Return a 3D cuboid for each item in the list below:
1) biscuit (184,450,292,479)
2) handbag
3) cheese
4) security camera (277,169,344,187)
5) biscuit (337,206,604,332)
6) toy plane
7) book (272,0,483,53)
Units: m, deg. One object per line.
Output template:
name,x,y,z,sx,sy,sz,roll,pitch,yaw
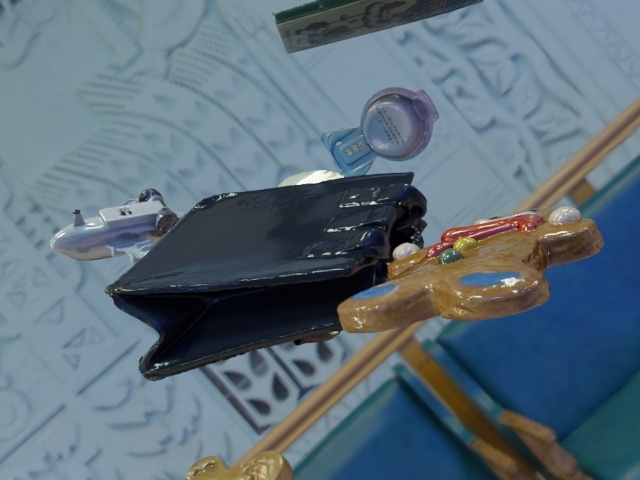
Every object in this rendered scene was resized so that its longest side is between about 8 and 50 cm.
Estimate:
biscuit,-0.189,0.425,1.387,0.355,0.052,0.275,-27,35,19
handbag,-0.043,0.030,1.156,0.330,0.121,0.303,-10,20,21
cheese,0.111,-0.194,1.806,0.245,0.135,0.052,-29,2,39
security camera,0.000,0.000,2.002,0.194,0.195,0.236,-44,-37,-42
biscuit,0.144,0.012,0.901,0.206,0.049,0.324,-11,7,33
toy plane,-0.301,-0.019,1.587,0.255,0.251,0.101,-4,-59,-28
book,0.109,-0.388,1.641,0.371,0.043,0.260,-16,1,2
